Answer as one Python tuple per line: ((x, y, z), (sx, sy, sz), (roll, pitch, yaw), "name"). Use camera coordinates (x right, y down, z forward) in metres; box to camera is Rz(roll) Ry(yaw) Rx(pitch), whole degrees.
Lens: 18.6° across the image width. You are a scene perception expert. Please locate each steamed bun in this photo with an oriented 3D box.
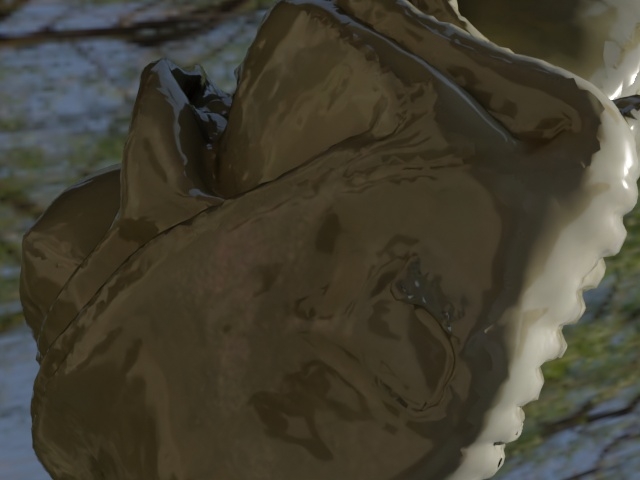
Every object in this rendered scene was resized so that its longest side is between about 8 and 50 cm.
((-0.002, 0.004, 0.838), (0.219, 0.310, 0.324), (28, -62, 2), "steamed bun")
